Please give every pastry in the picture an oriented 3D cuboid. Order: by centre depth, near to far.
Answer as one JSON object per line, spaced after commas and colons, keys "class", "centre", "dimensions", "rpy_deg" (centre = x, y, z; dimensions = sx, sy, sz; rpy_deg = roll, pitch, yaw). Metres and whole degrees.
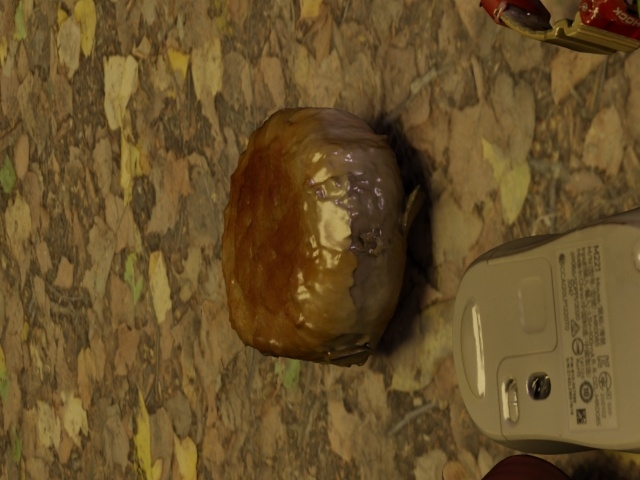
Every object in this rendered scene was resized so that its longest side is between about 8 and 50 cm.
{"class": "pastry", "centre": [-0.002, -0.003, 1.777], "dimensions": [0.257, 0.121, 0.235], "rpy_deg": [3, 90, 63]}

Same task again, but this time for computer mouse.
{"class": "computer mouse", "centre": [0.212, 0.073, 1.394], "dimensions": [0.297, 0.121, 0.184], "rpy_deg": [-19, 72, 55]}

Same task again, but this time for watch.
{"class": "watch", "centre": [0.178, -0.229, 1.458], "dimensions": [0.268, 0.102, 0.164], "rpy_deg": [19, 96, 59]}

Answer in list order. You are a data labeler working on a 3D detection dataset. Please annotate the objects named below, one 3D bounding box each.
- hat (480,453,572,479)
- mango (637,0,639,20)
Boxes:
{"class": "hat", "centre": [0.184, 0.260, 1.487], "dimensions": [0.205, 0.089, 0.205], "rpy_deg": [17, 111, 56]}
{"class": "mango", "centre": [0.295, -0.215, 1.168], "dimensions": [0.273, 0.149, 0.185], "rpy_deg": [-39, 42, 35]}
